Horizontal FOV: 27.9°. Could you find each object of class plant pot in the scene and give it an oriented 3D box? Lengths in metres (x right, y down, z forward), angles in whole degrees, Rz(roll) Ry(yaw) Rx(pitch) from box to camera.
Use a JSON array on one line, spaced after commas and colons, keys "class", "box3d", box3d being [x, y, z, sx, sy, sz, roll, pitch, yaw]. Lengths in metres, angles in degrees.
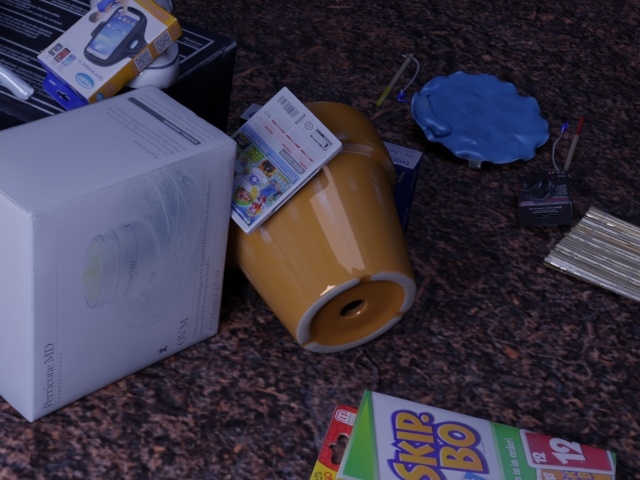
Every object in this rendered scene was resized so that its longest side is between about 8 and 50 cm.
[{"class": "plant pot", "box3d": [0.000, 0.000, 1.278, 0.205, 0.205, 0.188, -9, 53, -24]}]

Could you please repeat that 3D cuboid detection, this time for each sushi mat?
[{"class": "sushi mat", "box3d": [0.418, 0.049, 1.438, 0.316, 0.019, 0.151, 24, 38, 21]}]

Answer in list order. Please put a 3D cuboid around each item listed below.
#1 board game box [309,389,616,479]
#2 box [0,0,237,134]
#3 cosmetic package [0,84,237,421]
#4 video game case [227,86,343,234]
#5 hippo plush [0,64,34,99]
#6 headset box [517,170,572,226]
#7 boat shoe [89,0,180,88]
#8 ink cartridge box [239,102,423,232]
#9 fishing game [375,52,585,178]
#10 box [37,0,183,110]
[{"class": "board game box", "box3d": [0.127, 0.204, 1.135, 0.259, 0.039, 0.124, 11, 33, 9]}, {"class": "box", "box3d": [-0.294, -0.141, 1.410, 0.296, 0.183, 0.294, 24, 38, 19]}, {"class": "cosmetic package", "box3d": [-0.209, 0.007, 1.175, 0.224, 0.224, 0.138, -23, 45, -38]}, {"class": "video game case", "box3d": [-0.050, -0.075, 1.210, 0.122, 0.011, 0.087, -43, 67, -1]}, {"class": "hippo plush", "box3d": [-0.413, -0.305, 1.250, 0.234, 0.237, 0.294, -4, 37, -19]}, {"class": "headset box", "box3d": [0.264, -0.047, 1.520, 0.062, 0.032, 0.083, -3, 32, 10]}, {"class": "boat shoe", "box3d": [-0.203, -0.249, 1.355, 0.095, 0.084, 0.258, -4, 37, -21]}, {"class": "ink cartridge box", "box3d": [0.006, -0.079, 1.463, 0.207, 0.097, 0.046, 17, 35, 12]}, {"class": "fishing game", "box3d": [0.206, -0.152, 1.670, 0.264, 0.041, 0.189, 20, 43, 6]}, {"class": "box", "box3d": [-0.211, -0.186, 1.259, 0.081, 0.028, 0.136, 39, 73, 25]}]
